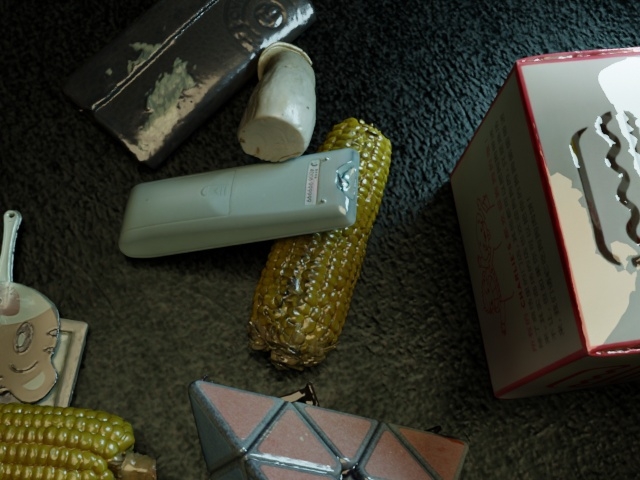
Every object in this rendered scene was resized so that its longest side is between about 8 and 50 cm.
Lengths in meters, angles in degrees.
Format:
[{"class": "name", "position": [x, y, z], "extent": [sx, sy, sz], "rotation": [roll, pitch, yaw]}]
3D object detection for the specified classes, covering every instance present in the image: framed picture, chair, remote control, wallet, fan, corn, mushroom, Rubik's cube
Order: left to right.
[{"class": "framed picture", "position": [-0.417, 0.168, 0.924], "extent": [0.281, 0.019, 0.208], "rotation": [8, 70, -3]}, {"class": "corn", "position": [-0.325, 0.223, 0.844], "extent": [0.322, 0.119, 0.119], "rotation": [2, 71, 1]}, {"class": "fan", "position": [-0.365, 0.070, 0.949], "extent": [0.153, 0.008, 0.226], "rotation": [4, 71, -3]}, {"class": "wallet", "position": [-0.167, -0.249, 1.080], "extent": [0.170, 0.044, 0.321], "rotation": [42, 73, 7]}, {"class": "remote control", "position": [-0.100, -0.046, 0.954], "extent": [0.293, 0.051, 0.103], "rotation": [-7, 57, 18]}, {"class": "mushroom", "position": [-0.044, -0.178, 0.999], "extent": [0.081, 0.092, 0.223], "rotation": [20, 35, -12]}, {"class": "corn", "position": [0.000, 0.000, 0.978], "extent": [0.115, 0.115, 0.317], "rotation": [19, 68, 1]}, {"class": "Rubik's cube", "position": [0.005, 0.271, 0.799], "extent": [0.229, 0.228, 0.233], "rotation": [-5, 60, 23]}, {"class": "chair", "position": [0.020, 0.202, 0.922], "extent": [0.213, 0.084, 0.101], "rotation": [-19, 78, -12]}]

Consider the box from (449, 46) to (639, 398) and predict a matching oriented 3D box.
[{"class": "box", "position": [0.338, -0.010, 0.904], "extent": [0.300, 0.312, 0.314], "rotation": [-6, 73, -7]}]
